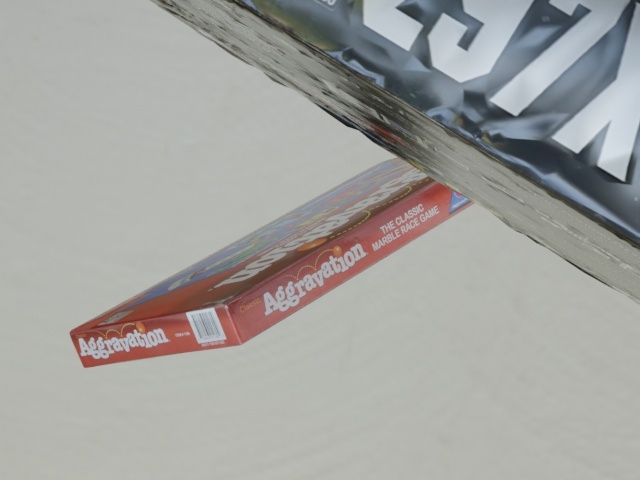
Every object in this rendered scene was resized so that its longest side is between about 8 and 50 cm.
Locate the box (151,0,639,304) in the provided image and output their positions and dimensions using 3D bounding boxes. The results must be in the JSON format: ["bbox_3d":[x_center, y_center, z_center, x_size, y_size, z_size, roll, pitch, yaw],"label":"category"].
[{"bbox_3d":[0.075,-0.039,0.517,0.322,0.079,0.257,32,-177,8],"label":"box"}]

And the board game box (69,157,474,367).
[{"bbox_3d":[0.000,0.000,1.063,0.145,0.027,0.281,-10,-166,47],"label":"board game box"}]
